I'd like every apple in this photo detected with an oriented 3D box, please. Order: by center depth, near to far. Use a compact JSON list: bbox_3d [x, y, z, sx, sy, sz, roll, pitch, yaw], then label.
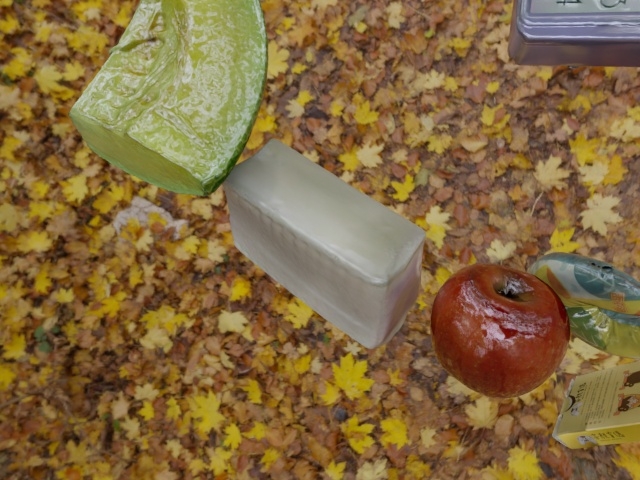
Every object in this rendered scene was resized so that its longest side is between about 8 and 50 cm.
[{"bbox_3d":[0.238,0.122,0.661,0.181,0.180,0.169,36,127,29],"label":"apple"}]

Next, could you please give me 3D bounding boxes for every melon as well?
[{"bbox_3d":[-0.218,-0.272,0.748,0.331,0.226,0.344,19,72,41],"label":"melon"}]

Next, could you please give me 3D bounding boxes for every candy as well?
[{"bbox_3d":[0.001,0.000,0.817,0.358,0.208,0.145,34,59,22],"label":"candy"}]

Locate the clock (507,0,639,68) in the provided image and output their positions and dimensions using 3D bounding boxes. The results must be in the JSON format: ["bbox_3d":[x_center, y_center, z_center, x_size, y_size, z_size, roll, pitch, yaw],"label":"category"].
[{"bbox_3d":[0.235,-0.240,0.377,0.144,0.073,0.194,6,93,16],"label":"clock"}]

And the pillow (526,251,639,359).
[{"bbox_3d":[0.425,0.098,0.724,0.086,0.233,0.214,-52,17,-12],"label":"pillow"}]

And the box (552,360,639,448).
[{"bbox_3d":[0.251,0.119,0.367,0.020,0.073,0.149,47,141,-1],"label":"box"}]
